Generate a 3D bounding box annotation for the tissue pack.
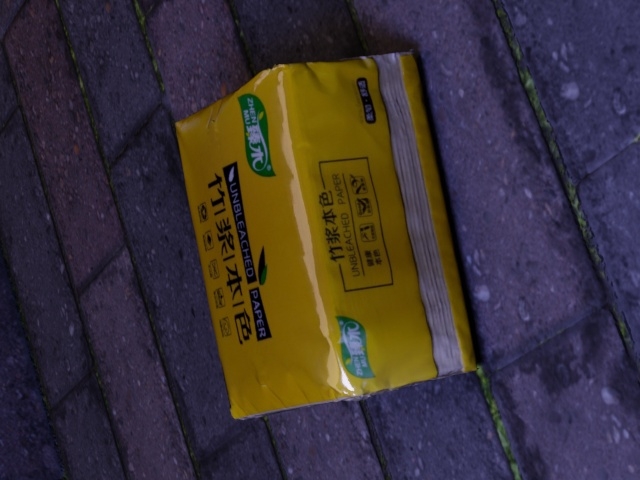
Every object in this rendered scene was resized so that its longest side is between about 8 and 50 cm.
[{"bbox_3d":[0.000,0.000,1.932,0.293,0.228,0.382,-20,78,60],"label":"tissue pack"}]
